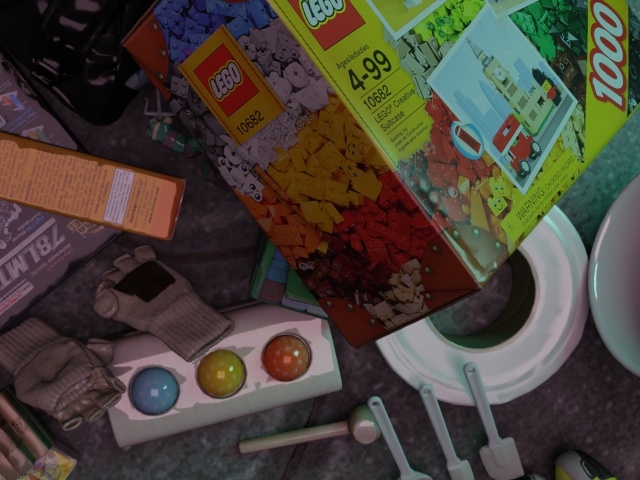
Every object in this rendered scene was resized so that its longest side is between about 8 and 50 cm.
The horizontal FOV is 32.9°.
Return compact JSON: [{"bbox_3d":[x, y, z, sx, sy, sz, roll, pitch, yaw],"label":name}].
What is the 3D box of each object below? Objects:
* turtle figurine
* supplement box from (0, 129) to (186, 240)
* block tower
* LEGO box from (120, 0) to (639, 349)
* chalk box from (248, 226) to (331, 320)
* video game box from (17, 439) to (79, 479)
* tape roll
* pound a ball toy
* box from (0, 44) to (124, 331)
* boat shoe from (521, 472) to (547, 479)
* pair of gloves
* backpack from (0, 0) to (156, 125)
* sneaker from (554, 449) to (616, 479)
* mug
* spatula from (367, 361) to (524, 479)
[{"bbox_3d":[-0.106,-0.132,1.221,0.175,0.234,0.118,-23,75,1],"label":"turtle figurine"},{"bbox_3d":[-0.273,-0.063,1.220,0.233,0.078,0.080,13,91,-10],"label":"supplement box"},{"bbox_3d":[-0.471,0.304,1.239,0.335,0.091,0.097,-38,97,-3],"label":"block tower"},{"bbox_3d":[0.108,-0.190,1.127,0.372,0.193,0.500,53,47,-6],"label":"LEGO box"},{"bbox_3d":[0.000,0.000,1.242,0.132,0.213,0.132,16,121,-9],"label":"chalk box"},{"bbox_3d":[-0.427,0.296,1.312,0.187,0.048,0.205,35,90,-6],"label":"video game box"},{"bbox_3d":[0.185,0.056,1.346,0.286,0.100,0.286,-1,95,-7],"label":"tape roll"},{"bbox_3d":[-0.089,0.183,1.302,0.319,0.136,0.208,-13,96,-6],"label":"pound a ball toy"},{"bbox_3d":[-0.416,-0.047,1.272,0.295,0.073,0.293,-40,99,-4],"label":"box"},{"bbox_3d":[0.215,0.389,1.388,0.070,0.078,0.219,30,92,-10],"label":"boat shoe"},{"bbox_3d":[-0.245,0.105,1.236,0.240,0.204,0.042,-31,131,-22],"label":"pair of gloves"},{"bbox_3d":[-0.205,-0.354,1.202,0.290,0.273,0.355,43,110,-6],"label":"backpack"},{"bbox_3d":[0.362,0.456,1.381,0.147,0.145,0.385,-20,96,-6],"label":"sneaker"},{"bbox_3d":[0.513,0.106,1.301,0.328,0.276,0.374,16,103,-34],"label":"mug"},{"bbox_3d":[0.151,0.251,1.332,0.168,0.019,0.242,-19,131,6],"label":"spatula"}]
